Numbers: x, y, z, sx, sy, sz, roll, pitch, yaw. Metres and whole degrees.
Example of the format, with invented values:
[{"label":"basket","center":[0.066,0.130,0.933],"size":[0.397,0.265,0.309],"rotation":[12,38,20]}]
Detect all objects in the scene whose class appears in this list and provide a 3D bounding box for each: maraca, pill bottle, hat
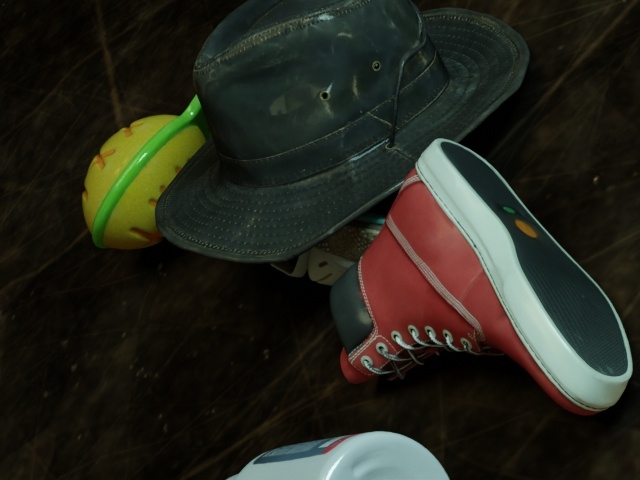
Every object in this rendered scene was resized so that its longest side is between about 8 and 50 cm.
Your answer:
[{"label":"maraca","center":[-0.142,-0.067,1.437],"size":[0.185,0.099,0.127],"rotation":[-50,-7,-19]},{"label":"pill bottle","center":[-0.002,0.184,1.041],"size":[0.180,0.108,0.108],"rotation":[-20,42,58]},{"label":"hat","center":[-0.009,-0.131,1.271],"size":[0.331,0.134,0.331],"rotation":[-21,30,13]}]

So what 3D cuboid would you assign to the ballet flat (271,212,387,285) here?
[{"label":"ballet flat","center":[0.000,0.000,1.275],"size":[0.206,0.073,0.067],"rotation":[17,96,54]}]

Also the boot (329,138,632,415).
[{"label":"boot","center":[0.097,0.069,1.098],"size":[0.176,0.088,0.244],"rotation":[-54,43,21]}]
